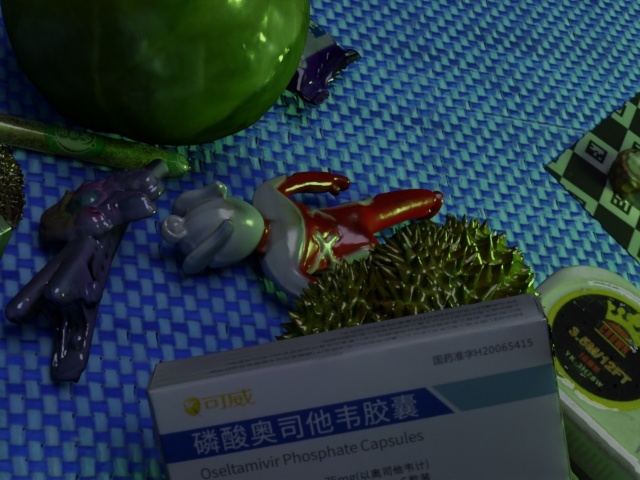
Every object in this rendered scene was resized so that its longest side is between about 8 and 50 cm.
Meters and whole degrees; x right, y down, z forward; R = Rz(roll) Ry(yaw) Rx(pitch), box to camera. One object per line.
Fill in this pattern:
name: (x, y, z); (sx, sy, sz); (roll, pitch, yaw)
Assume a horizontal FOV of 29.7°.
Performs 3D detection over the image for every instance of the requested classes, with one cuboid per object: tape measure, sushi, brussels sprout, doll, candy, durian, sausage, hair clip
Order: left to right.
durian: (-0.339, -0.077, 1.198); (0.140, 0.071, 0.110); (40, 7, 26)
sausage: (-0.261, -0.103, 1.298); (0.269, 0.033, 0.033); (11, 51, -23)
hair clip: (-0.221, 0.002, 1.188); (0.090, 0.137, 0.278); (53, 35, -37)
brussels sprout: (-0.156, -0.252, 1.306); (0.355, 0.289, 0.281); (-49, 131, -48)
candy: (-0.076, -0.278, 1.519); (0.275, 0.070, 0.145); (38, 39, 7)
doll: (0.000, 0.000, 1.337); (0.384, 0.099, 0.188); (7, 51, -34)
durian: (0.098, 0.111, 1.190); (0.291, 0.291, 0.225); (-26, 65, -41)
tape measure: (0.326, 0.168, 1.363); (0.271, 0.133, 0.231); (44, 56, 17)
sushi: (0.528, -0.064, 1.707); (0.339, 0.069, 0.320); (47, 46, 9)

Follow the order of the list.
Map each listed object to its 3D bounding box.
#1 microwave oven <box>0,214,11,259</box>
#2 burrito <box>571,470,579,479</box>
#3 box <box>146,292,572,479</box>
microwave oven: (-0.407, -0.019, 1.081); (0.205, 0.129, 0.163); (47, 49, 10)
burrito: (0.204, 0.293, 1.159); (0.190, 0.135, 0.332); (29, 30, 2)
box: (0.039, 0.177, 1.046); (0.343, 0.200, 0.065); (-10, 14, 2)
